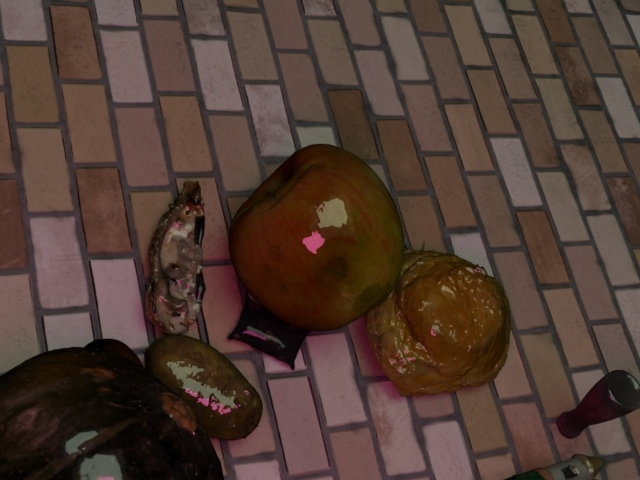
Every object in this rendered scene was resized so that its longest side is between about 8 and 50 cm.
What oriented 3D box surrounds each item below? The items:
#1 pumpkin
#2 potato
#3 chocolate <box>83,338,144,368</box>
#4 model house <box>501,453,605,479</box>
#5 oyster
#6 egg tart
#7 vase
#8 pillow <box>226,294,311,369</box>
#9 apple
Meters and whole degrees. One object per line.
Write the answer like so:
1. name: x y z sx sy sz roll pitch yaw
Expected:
1. pumpkin: -0.332 0.364 1.557 0.344 0.454 0.454 -35 79 -4
2. potato: -0.215 0.263 1.852 0.251 0.113 0.149 32 52 -1
3. chocolate: -0.365 0.244 1.795 0.133 0.124 0.127 58 45 -23
4. model house: 0.511 0.546 1.971 0.324 0.194 0.267 -9 67 -31
5. oyster: -0.273 0.029 1.984 0.128 0.078 0.345 28 51 -33
6. egg tart: 0.253 0.142 2.102 0.351 0.153 0.340 4 59 -23
7. vase: 0.557 0.340 2.083 0.086 0.214 0.086 10 58 -17
8. pillow: -0.097 0.180 1.986 0.150 0.048 0.090 28 52 -10
9. apple: 0.000 0.000 1.963 0.339 0.339 0.340 11 59 -18
